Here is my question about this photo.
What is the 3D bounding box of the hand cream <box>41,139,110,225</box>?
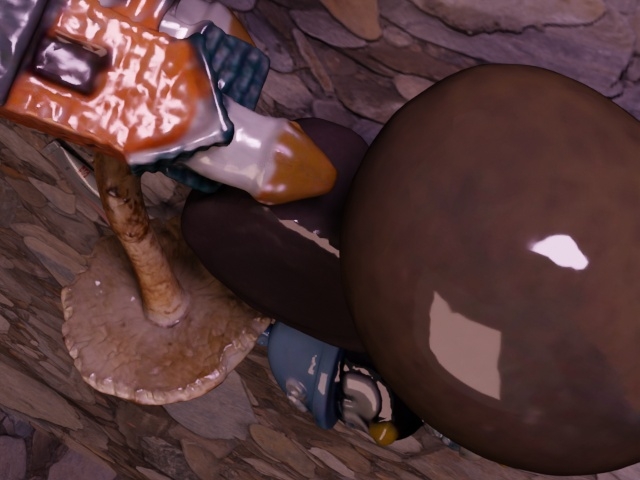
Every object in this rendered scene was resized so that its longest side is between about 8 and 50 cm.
[{"bbox_3d":[-0.255,-0.037,1.214,0.052,0.038,0.216,-30,110,33],"label":"hand cream"}]

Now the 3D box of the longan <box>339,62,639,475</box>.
[{"bbox_3d":[0.139,0.020,0.680,0.300,0.243,0.300,60,179,2],"label":"longan"}]

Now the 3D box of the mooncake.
[{"bbox_3d":[0.000,0.000,0.893,0.244,0.133,0.245,25,151,15],"label":"mooncake"}]

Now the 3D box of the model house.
[{"bbox_3d":[-0.110,-0.137,0.711,0.300,0.190,0.271,24,177,-9],"label":"model house"}]

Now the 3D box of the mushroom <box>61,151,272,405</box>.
[{"bbox_3d":[-0.202,0.019,1.033,0.208,0.233,0.302,-10,132,42],"label":"mushroom"}]

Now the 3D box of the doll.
[{"bbox_3d":[0.064,0.148,1.062,0.314,0.141,0.177,20,147,17],"label":"doll"}]
